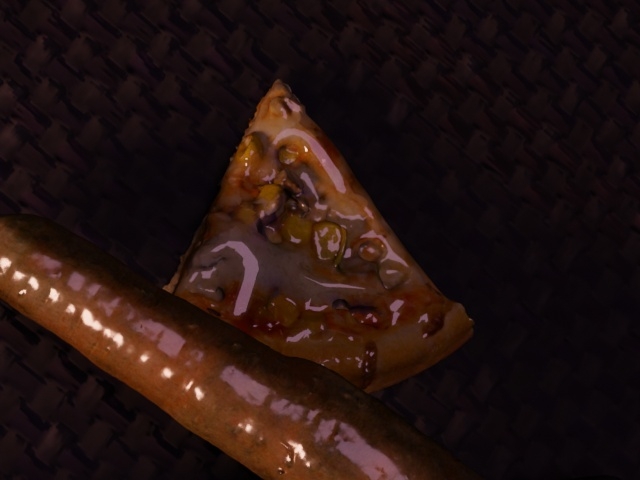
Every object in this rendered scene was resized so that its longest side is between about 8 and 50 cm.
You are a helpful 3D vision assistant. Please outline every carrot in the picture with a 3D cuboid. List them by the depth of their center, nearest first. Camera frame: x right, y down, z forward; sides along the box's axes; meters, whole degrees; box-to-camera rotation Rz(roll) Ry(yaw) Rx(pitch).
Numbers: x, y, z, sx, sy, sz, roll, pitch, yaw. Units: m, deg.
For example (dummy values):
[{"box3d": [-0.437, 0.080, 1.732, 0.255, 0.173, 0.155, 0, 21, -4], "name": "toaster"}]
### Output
[{"box3d": [-0.029, 0.077, 0.932, 0.342, 0.070, 0.070, 34, 67, 0], "name": "carrot"}]

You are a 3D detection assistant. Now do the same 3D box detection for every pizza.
[{"box3d": [0.000, 0.000, 1.019, 0.185, 0.036, 0.176, 10, 74, -21], "name": "pizza"}]

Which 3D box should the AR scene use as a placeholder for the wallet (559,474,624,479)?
[{"box3d": [-0.014, 0.243, 0.945, 0.406, 0.062, 0.228, -2, 78, -25], "name": "wallet"}]
